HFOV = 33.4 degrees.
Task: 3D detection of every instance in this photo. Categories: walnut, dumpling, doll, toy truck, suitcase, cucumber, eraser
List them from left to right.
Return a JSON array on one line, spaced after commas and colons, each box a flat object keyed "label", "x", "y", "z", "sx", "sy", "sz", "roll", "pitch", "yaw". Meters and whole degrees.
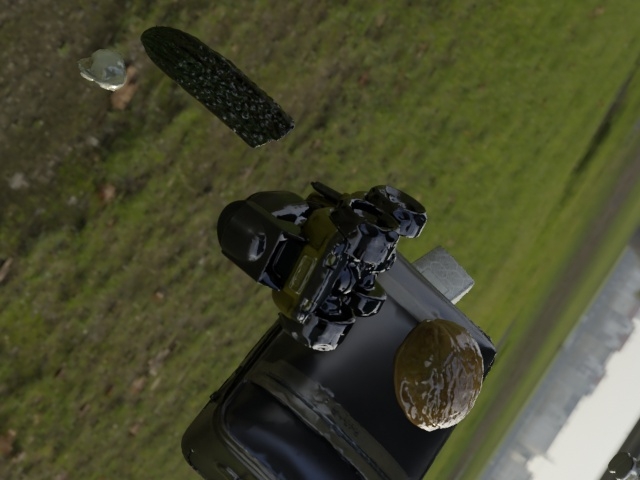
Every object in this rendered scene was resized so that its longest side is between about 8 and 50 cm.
[{"label": "dumpling", "x": -0.271, "y": -0.210, "z": 1.330, "sx": 0.057, "sy": 0.076, "sz": 0.052, "roll": -10, "pitch": 155, "yaw": -8}, {"label": "cucumber", "x": -0.146, "y": -0.223, "z": 1.501, "sx": 0.077, "sy": 0.265, "sz": 0.077, "roll": -47, "pitch": 173, "yaw": -8}, {"label": "toy truck", "x": 0.000, "y": 0.000, "z": 1.122, "sx": 0.147, "sy": 0.165, "sz": 0.224, "roll": -63, "pitch": 166, "yaw": 21}, {"label": "suitcase", "x": 0.040, "y": 0.196, "z": 1.366, "sx": 0.434, "sy": 0.283, "sz": 0.194, "roll": -49, "pitch": -175, "yaw": -35}, {"label": "eraser", "x": 0.093, "y": 0.129, "z": 1.685, "sx": 0.404, "sy": 0.098, "sz": 0.096, "roll": -30, "pitch": 163, "yaw": -48}, {"label": "walnut", "x": 0.126, "y": 0.146, "z": 1.153, "sx": 0.105, "sy": 0.105, "sz": 0.124, "roll": -8, "pitch": 103, "yaw": -72}, {"label": "doll", "x": 0.317, "y": 0.229, "z": 1.024, "sx": 0.040, "sy": 0.058, "sz": 0.085, "roll": -53, "pitch": 140, "yaw": 8}]
